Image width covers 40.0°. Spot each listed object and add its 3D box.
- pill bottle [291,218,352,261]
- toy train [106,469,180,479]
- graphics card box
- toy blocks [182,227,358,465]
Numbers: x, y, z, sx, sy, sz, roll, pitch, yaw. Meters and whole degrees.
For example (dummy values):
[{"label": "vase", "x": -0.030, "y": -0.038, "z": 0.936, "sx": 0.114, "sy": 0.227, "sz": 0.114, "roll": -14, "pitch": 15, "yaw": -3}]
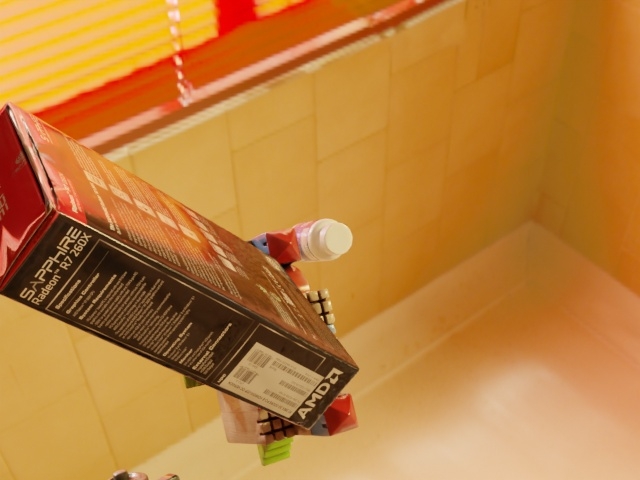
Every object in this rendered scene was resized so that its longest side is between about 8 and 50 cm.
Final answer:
[{"label": "pill bottle", "x": 0.000, "y": 0.000, "z": 1.392, "sx": 0.067, "sy": 0.067, "sz": 0.120, "roll": -31, "pitch": -169, "yaw": -26}, {"label": "toy train", "x": -0.293, "y": 0.420, "z": 1.198, "sx": 0.190, "sy": 0.142, "sz": 0.334, "roll": -4, "pitch": -173, "yaw": 38}, {"label": "graphics card box", "x": -0.151, "y": 0.031, "z": 0.859, "sx": 0.094, "sy": 0.371, "sz": 0.233, "roll": -52, "pitch": -141, "yaw": 8}, {"label": "toy blocks", "x": -0.072, "y": 0.138, "z": 1.257, "sx": 0.190, "sy": 0.261, "sz": 0.382, "roll": -11, "pitch": -95, "yaw": -30}]
